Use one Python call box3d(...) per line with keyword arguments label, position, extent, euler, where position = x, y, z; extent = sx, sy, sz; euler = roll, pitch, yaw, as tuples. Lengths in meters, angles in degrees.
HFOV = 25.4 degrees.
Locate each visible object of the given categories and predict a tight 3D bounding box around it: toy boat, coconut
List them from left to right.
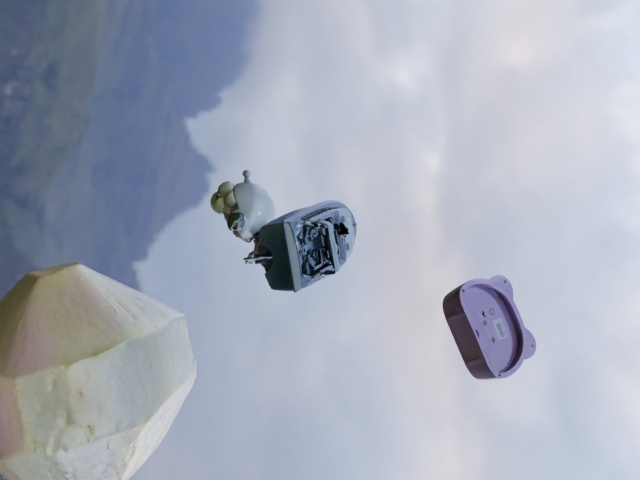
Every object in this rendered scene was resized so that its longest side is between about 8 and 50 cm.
box3d(label="coconut", position=(-0.262, 0.144, 1.515), extent=(0.259, 0.259, 0.259), euler=(-173, -90, -70))
box3d(label="toy boat", position=(0.000, 0.000, 1.783), extent=(0.246, 0.103, 0.093), euler=(-26, 108, -66))

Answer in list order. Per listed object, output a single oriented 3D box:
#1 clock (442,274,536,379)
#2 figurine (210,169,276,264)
box3d(label="clock", position=(0.251, 0.129, 2.114), extent=(0.050, 0.110, 0.153), euler=(-25, -92, 53))
box3d(label="figurine", position=(-0.105, -0.016, 2.287), extent=(0.197, 0.093, 0.147), euler=(65, 15, 16))
